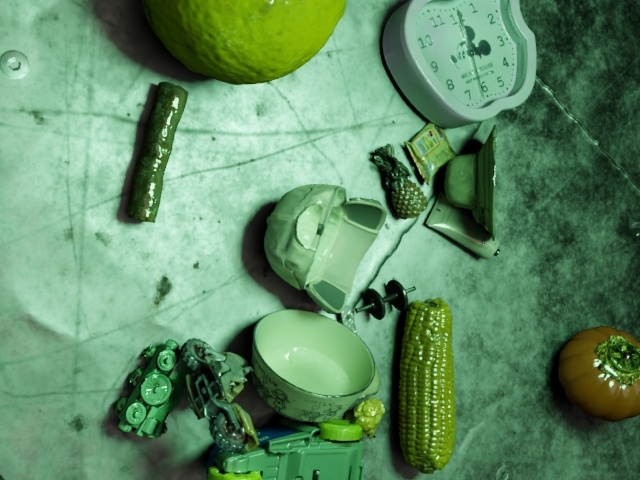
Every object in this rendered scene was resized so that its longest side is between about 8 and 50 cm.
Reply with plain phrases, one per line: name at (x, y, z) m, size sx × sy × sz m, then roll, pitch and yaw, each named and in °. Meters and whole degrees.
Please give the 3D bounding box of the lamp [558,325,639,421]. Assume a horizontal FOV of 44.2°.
lamp at (0.654, 0.303, 1.799) m, size 0.223 × 0.196 × 0.223 m, roll 4°, pitch 57°, yaw -6°

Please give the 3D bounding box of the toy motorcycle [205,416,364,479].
toy motorcycle at (-0.087, 0.415, 1.442) m, size 0.326 × 0.200 × 0.191 m, roll 11°, pitch 85°, yaw -37°

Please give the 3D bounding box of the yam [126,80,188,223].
yam at (-0.292, -0.155, 1.399) m, size 0.061 × 0.061 × 0.253 m, roll 16°, pitch 83°, yaw -26°

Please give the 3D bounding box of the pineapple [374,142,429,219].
pineapple at (0.161, -0.123, 1.621) m, size 0.074 × 0.074 × 0.159 m, roll -32°, pitch 101°, yaw -23°

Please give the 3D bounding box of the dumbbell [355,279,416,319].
dumbbell at (0.134, 0.120, 1.607) m, size 0.147 × 0.069 × 0.069 m, roll -19°, pitch 99°, yaw -25°

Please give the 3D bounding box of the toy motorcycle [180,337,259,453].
toy motorcycle at (-0.160, 0.263, 1.359) m, size 0.094 × 0.229 × 0.130 m, roll -44°, pitch 141°, yaw 19°

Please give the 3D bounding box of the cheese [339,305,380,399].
cheese at (0.067, 0.226, 1.591) m, size 0.097 × 0.037 × 0.192 m, roll -12°, pitch 96°, yaw -27°

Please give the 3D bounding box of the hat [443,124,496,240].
hat at (0.315, -0.123, 1.661) m, size 0.110 × 0.252 × 0.252 m, roll 1°, pitch 90°, yaw 13°

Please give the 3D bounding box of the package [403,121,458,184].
package at (0.236, -0.192, 1.679) m, size 0.121 × 0.031 × 0.108 m, roll -41°, pitch 109°, yaw -28°

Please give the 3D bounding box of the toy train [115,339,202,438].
toy train at (-0.288, 0.266, 1.400) m, size 0.104 × 0.071 × 0.178 m, roll 38°, pitch 73°, yaw -33°

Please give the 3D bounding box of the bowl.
bowl at (-0.026, 0.246, 1.461) m, size 0.238 × 0.238 × 0.126 m, roll 3°, pitch 123°, yaw -27°

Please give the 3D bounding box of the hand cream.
hand cream at (0.316, -0.021, 1.711) m, size 0.186 × 0.054 × 0.087 m, roll 34°, pitch 68°, yaw -15°

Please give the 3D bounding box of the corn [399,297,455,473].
corn at (0.222, 0.299, 1.628) m, size 0.120 × 0.120 × 0.363 m, roll 3°, pitch 87°, yaw -27°

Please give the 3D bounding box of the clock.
clock at (0.296, -0.407, 1.658) m, size 0.338 × 0.102 × 0.338 m, roll 3°, pitch 84°, yaw -26°

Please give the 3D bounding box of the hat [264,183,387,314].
hat at (0.007, 0.004, 1.507) m, size 0.275 × 0.161 × 0.232 m, roll 27°, pitch 90°, yaw -48°

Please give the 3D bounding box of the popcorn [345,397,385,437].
popcorn at (0.084, 0.352, 1.591) m, size 0.084 × 0.084 × 0.084 m, roll 0°, pitch 90°, yaw -27°

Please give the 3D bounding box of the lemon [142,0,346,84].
lemon at (-0.117, -0.442, 1.316) m, size 0.350 × 0.387 × 0.349 m, roll 13°, pitch 69°, yaw -39°
